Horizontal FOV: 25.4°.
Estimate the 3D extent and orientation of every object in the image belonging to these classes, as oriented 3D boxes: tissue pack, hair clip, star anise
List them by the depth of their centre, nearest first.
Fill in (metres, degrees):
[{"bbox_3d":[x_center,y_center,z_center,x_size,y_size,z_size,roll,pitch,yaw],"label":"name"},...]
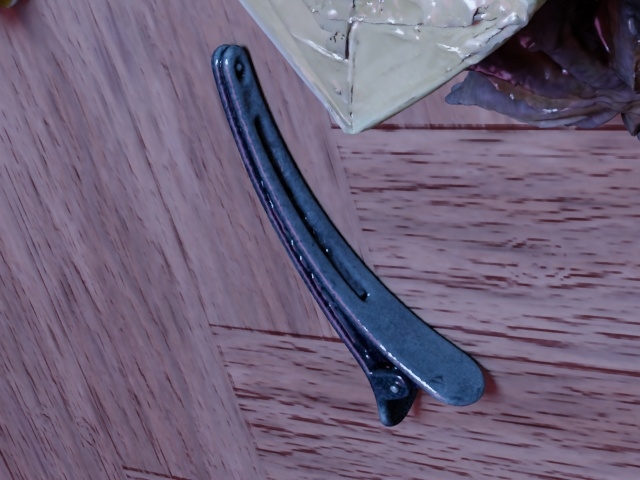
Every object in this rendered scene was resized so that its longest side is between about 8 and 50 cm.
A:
[{"bbox_3d":[0.053,-0.175,0.588,0.159,0.234,0.125,51,137,-7],"label":"tissue pack"},{"bbox_3d":[0.152,-0.090,0.656,0.182,0.195,0.065,160,115,-66],"label":"star anise"},{"bbox_3d":[0.000,0.000,0.907,0.083,0.048,0.275,-23,105,50],"label":"hair clip"}]

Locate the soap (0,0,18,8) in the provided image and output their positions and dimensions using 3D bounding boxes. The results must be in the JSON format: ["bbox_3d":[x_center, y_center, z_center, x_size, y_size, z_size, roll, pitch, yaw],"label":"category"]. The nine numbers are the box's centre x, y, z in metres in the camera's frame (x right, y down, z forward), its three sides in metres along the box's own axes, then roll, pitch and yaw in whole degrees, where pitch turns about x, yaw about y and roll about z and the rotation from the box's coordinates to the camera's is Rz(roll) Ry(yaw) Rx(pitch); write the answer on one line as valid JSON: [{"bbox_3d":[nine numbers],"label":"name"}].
[{"bbox_3d":[-0.235,-0.267,0.857,0.160,0.080,0.257,38,138,7],"label":"soap"}]
